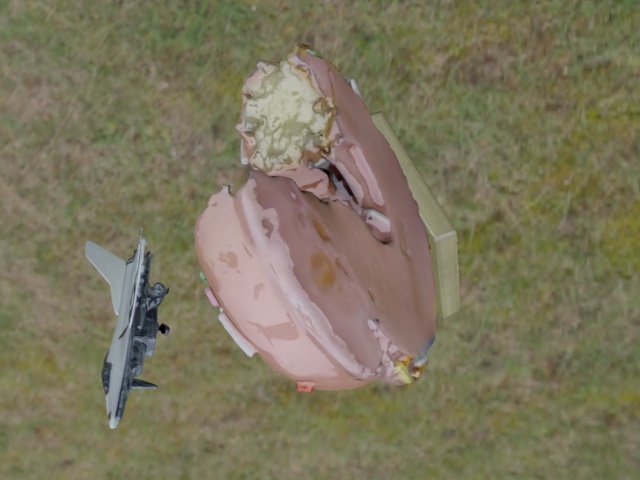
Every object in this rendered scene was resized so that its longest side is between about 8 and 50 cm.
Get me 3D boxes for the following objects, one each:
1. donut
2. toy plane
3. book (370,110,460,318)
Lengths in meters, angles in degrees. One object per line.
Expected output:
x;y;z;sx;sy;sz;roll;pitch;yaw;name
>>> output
0.000;0.000;0.829;0.085;0.233;0.199;-24;116;22;donut
-0.183;0.088;1.321;0.082;0.234;0.160;0;138;-19;toy plane
0.100;-0.021;1.418;0.026;0.161;0.231;-28;157;-5;book
